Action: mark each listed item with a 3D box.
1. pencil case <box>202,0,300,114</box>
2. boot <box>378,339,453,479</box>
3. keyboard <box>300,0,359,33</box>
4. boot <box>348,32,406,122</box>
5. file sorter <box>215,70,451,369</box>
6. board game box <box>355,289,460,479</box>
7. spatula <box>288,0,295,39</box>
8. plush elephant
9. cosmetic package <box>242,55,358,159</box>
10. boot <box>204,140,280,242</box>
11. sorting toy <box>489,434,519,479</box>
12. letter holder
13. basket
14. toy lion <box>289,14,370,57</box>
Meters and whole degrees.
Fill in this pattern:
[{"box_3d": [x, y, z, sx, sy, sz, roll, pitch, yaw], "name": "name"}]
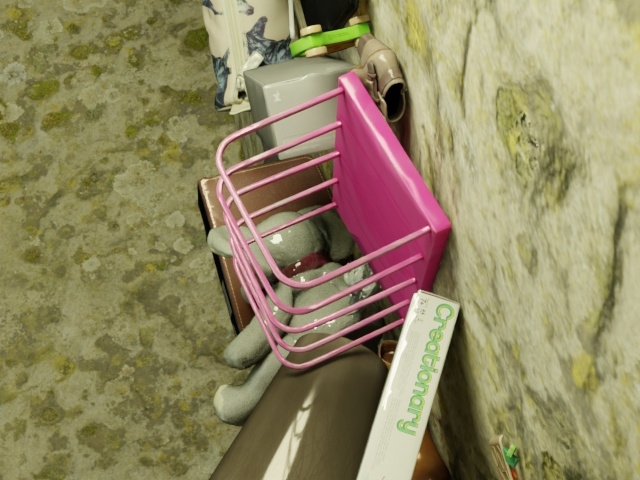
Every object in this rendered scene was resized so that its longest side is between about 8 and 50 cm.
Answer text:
[{"box_3d": [-0.129, -0.403, 1.476, 0.183, 0.160, 0.410, -84, -17, -75], "name": "pencil case"}, {"box_3d": [0.113, 0.230, 1.234, 0.197, 0.073, 0.152, -137, 41, -64], "name": "boot"}, {"box_3d": [0.000, -0.347, 1.141, 0.317, 0.033, 0.201, -166, 61, -81], "name": "keyboard"}, {"box_3d": [0.062, -0.157, 0.996, 0.118, 0.042, 0.087, 81, 167, -56], "name": "boot"}, {"box_3d": [0.000, 0.000, 1.058, 0.202, 0.182, 0.291, 61, 168, 21], "name": "file sorter"}, {"box_3d": [0.071, 0.226, 0.989, 0.193, 0.053, 0.305, 92, -164, -66], "name": "board game box"}, {"box_3d": [-0.052, -0.396, 1.328, 0.242, 0.019, 0.168, -93, -1, -54], "name": "spatula"}, {"box_3d": [-0.039, 0.076, 1.377, 0.255, 0.272, 0.330, 55, 133, 34], "name": "plush elephant"}, {"box_3d": [-0.023, -0.183, 1.255, 0.238, 0.127, 0.107, -119, 17, -70], "name": "cosmetic package"}, {"box_3d": [-0.135, -0.098, 1.861, 0.118, 0.222, 0.338, 84, 169, -52], "name": "boot"}, {"box_3d": [0.181, 0.218, 0.912, 0.083, 0.012, 0.062, 91, 168, -76], "name": "sorting toy"}, {"box_3d": [-0.067, 0.030, 1.600, 0.152, 0.214, 0.302, 117, 137, -75], "name": "letter holder"}, {"box_3d": [-0.011, 0.241, 1.163, 0.154, 0.204, 0.227, 95, -165, -58], "name": "basket"}, {"box_3d": [0.009, -0.221, 1.061, 0.096, 0.100, 0.034, -5, 101, 63], "name": "toy lion"}]
